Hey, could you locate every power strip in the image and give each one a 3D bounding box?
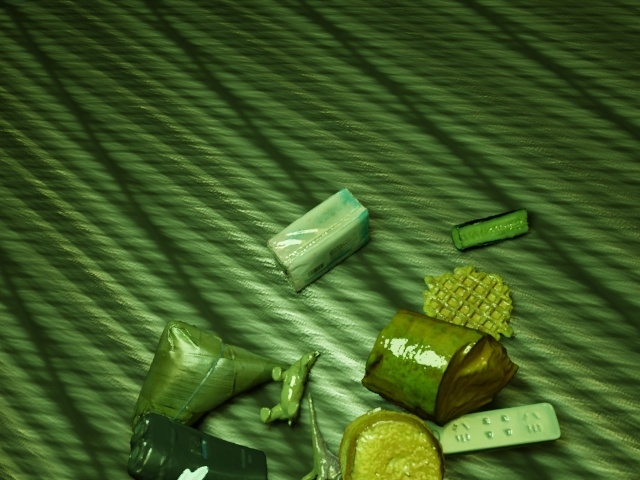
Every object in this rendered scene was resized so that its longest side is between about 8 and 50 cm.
[{"bbox_3d":[0.379,0.467,1.433,0.385,0.062,0.091,-9,62,2],"label":"power strip"}]

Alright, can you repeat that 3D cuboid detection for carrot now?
[{"bbox_3d":[0.270,0.304,1.404,0.341,0.241,0.241,17,67,28],"label":"carrot"}]

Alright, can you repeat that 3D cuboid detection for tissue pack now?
[{"bbox_3d":[0.000,0.001,1.629,0.271,0.201,0.124,-35,63,-12],"label":"tissue pack"}]

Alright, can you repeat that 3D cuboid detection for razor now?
[{"bbox_3d":[-0.280,0.518,1.366,0.327,0.189,0.107,26,105,-20],"label":"razor"}]

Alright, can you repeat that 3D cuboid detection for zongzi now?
[{"bbox_3d":[-0.277,0.408,1.525,0.361,0.160,0.322,20,85,-12],"label":"zongzi"}]

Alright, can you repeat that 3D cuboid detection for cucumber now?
[{"bbox_3d":[0.480,-0.033,1.665,0.211,0.062,0.078,-15,97,-7],"label":"cucumber"}]

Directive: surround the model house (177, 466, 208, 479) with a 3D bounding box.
[{"bbox_3d":[-0.242,0.666,1.176,0.324,0.300,0.340,0,51,-11],"label":"model house"}]

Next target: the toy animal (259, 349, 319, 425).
[{"bbox_3d":[-0.067,0.375,1.519,0.103,0.101,0.218,1,65,29],"label":"toy animal"}]

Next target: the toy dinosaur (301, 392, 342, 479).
[{"bbox_3d":[0.015,0.535,1.454,0.251,0.072,0.200,27,62,28],"label":"toy dinosaur"}]

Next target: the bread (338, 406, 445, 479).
[{"bbox_3d":[0.166,0.516,1.335,0.269,0.145,0.268,-1,80,5],"label":"bread"}]

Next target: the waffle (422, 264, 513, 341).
[{"bbox_3d":[0.394,0.177,1.572,0.238,0.058,0.243,-6,63,4],"label":"waffle"}]
